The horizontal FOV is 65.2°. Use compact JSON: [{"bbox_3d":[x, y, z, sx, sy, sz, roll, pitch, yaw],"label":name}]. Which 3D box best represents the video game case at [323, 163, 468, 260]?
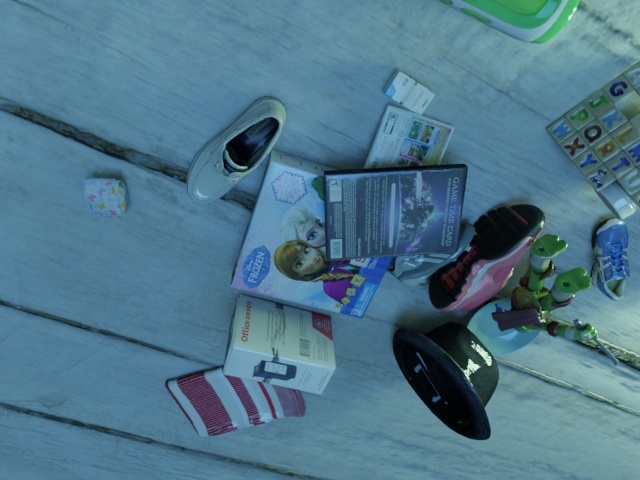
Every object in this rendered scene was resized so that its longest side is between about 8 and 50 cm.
[{"bbox_3d":[0.146,-0.053,0.999,0.274,0.026,0.196,-4,122,-3],"label":"video game case"}]

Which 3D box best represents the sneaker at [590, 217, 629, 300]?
[{"bbox_3d":[0.668,0.043,1.134,0.080,0.081,0.211,-15,122,8],"label":"sneaker"}]

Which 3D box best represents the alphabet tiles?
[{"bbox_3d":[0.586,-0.182,0.942,0.198,0.009,0.237,-38,81,20],"label":"alphabet tiles"}]

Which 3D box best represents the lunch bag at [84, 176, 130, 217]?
[{"bbox_3d":[-0.426,-0.091,1.001,0.071,0.053,0.083,1,133,-1],"label":"lunch bag"}]

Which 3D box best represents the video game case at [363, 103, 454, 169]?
[{"bbox_3d":[0.169,-0.171,0.987,0.143,0.019,0.157,15,110,-13],"label":"video game case"}]

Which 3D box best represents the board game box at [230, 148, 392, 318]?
[{"bbox_3d":[0.000,0.000,1.074,0.318,0.066,0.319,15,120,-12],"label":"board game box"}]

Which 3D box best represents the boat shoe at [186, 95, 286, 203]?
[{"bbox_3d":[-0.164,-0.155,0.951,0.267,0.088,0.096,-37,118,19],"label":"boat shoe"}]

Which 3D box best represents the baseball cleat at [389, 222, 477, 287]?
[{"bbox_3d":[0.239,0.021,1.102,0.109,0.072,0.206,38,110,-17],"label":"baseball cleat"}]

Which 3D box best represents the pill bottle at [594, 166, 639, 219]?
[{"bbox_3d":[0.667,-0.141,0.987,0.221,0.124,0.124,-38,117,21],"label":"pill bottle"}]

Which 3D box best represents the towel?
[{"bbox_3d":[-0.225,0.430,1.366,0.329,0.037,0.237,-15,122,7],"label":"towel"}]

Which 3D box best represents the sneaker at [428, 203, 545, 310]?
[{"bbox_3d":[0.383,0.045,1.122,0.136,0.116,0.314,19,124,-34],"label":"sneaker"}]

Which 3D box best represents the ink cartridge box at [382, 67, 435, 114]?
[{"bbox_3d":[0.163,-0.274,0.927,0.083,0.028,0.048,26,119,-18],"label":"ink cartridge box"}]

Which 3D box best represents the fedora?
[{"bbox_3d":[0.329,0.318,1.231,0.152,0.334,0.334,-35,125,-21],"label":"fedora"}]

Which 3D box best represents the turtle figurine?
[{"bbox_3d":[0.524,0.109,1.080,0.274,0.198,0.266,9,148,17],"label":"turtle figurine"}]

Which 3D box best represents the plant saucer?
[{"bbox_3d":[0.457,0.206,1.256,0.195,0.037,0.195,-1,124,-2],"label":"plant saucer"}]

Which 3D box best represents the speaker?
[{"bbox_3d":[0.250,-0.419,0.779,0.296,0.131,0.131,19,120,-15],"label":"speaker"}]

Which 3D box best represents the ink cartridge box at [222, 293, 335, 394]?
[{"bbox_3d":[-0.096,0.240,1.165,0.237,0.172,0.100,16,121,-13],"label":"ink cartridge box"}]
